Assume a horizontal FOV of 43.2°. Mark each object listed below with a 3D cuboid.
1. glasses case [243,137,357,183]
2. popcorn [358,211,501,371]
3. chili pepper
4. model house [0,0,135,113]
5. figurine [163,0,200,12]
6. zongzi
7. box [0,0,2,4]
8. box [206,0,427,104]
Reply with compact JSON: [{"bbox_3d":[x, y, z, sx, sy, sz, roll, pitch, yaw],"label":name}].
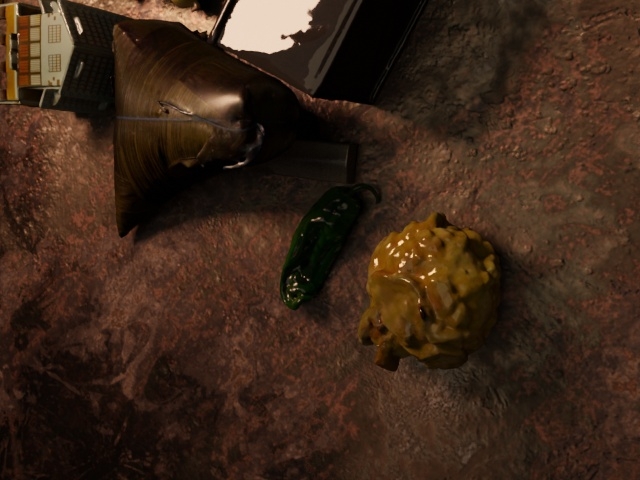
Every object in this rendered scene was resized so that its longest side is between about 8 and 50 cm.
[{"bbox_3d":[-0.039,-0.146,1.414,0.204,0.047,0.071,9,100,22],"label":"glasses case"},{"bbox_3d":[0.162,0.090,1.270,0.233,0.192,0.266,46,106,14],"label":"popcorn"},{"bbox_3d":[0.001,0.003,1.402,0.100,0.074,0.257,33,111,14],"label":"chili pepper"},{"bbox_3d":[-0.452,-0.335,1.485,0.215,0.224,0.199,5,95,27],"label":"model house"},{"bbox_3d":[-0.228,-0.491,1.422,0.235,0.127,0.155,16,83,18],"label":"figurine"},{"bbox_3d":[-0.223,-0.123,1.388,0.403,0.207,0.433,34,118,39],"label":"zongzi"},{"bbox_3d":[-0.667,-0.555,1.624,0.023,0.087,0.155,18,102,18],"label":"box"},{"bbox_3d":[0.031,-0.400,1.247,0.204,0.251,0.345,33,107,17],"label":"box"}]
